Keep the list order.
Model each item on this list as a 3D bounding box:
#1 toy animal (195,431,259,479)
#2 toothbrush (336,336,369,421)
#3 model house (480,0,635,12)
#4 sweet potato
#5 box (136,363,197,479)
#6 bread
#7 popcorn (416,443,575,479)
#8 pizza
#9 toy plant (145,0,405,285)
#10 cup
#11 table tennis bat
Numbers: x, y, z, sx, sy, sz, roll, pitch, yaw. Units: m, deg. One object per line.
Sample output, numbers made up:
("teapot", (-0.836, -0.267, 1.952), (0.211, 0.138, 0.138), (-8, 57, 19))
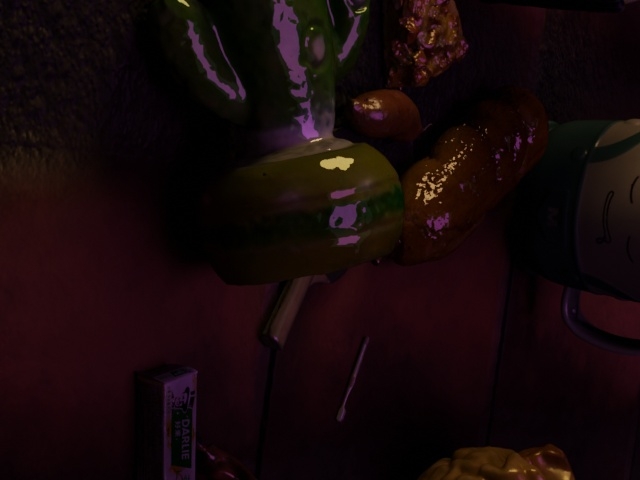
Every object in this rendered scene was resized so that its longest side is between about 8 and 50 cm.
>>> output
("toy animal", (-0.020, 0.294, 1.540), (0.312, 0.157, 0.097), (54, 53, -49))
("toothbrush", (0.035, 0.147, 1.723), (0.097, 0.006, 0.008), (-70, 155, -15))
("model house", (0.256, -0.337, 1.766), (0.211, 0.194, 0.170), (-27, 123, -54))
("sweet potato", (0.076, -0.127, 1.683), (0.195, 0.056, 0.056), (10, 89, -63))
("box", (-0.137, 0.214, 1.446), (0.050, 0.041, 0.207), (-13, 108, -52))
("bread", (0.155, -0.060, 1.786), (0.344, 0.084, 0.124), (-44, 132, -42))
("popcorn", (0.192, 0.379, 1.848), (0.265, 0.225, 0.332), (29, 95, -44))
("pizza", (0.111, -0.216, 1.713), (0.175, 0.046, 0.134), (29, 73, -56))
("toy plant", (-0.041, -0.128, 1.420), (0.224, 0.184, 0.316), (-13, 96, -33))
("cup", (0.378, -0.004, 1.980), (0.219, 0.257, 0.290), (-17, 112, -54))
("table tennis bat", (0.000, 0.000, 1.621), (0.138, 0.022, 0.247), (55, 52, -48))
